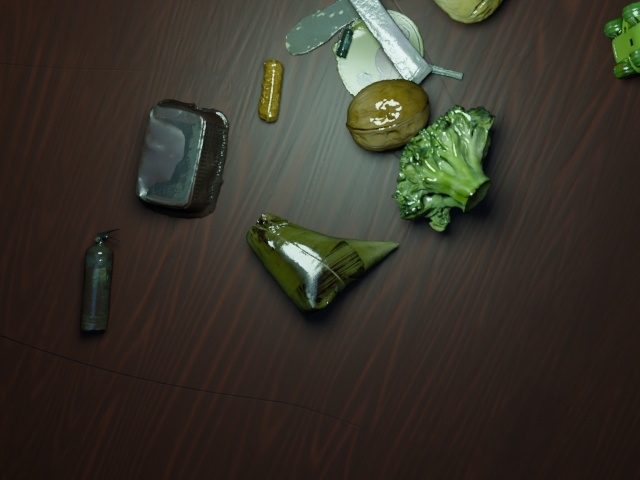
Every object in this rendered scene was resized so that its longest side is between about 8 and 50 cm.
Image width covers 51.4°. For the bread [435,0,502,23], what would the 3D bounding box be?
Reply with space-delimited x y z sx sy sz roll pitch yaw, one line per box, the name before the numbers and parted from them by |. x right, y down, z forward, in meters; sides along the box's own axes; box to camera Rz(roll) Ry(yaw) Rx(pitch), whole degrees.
bread | 0.346 -0.630 1.531 0.244 0.134 0.245 7 76 -31

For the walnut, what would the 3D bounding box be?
walnut | 0.160 -0.300 1.589 0.207 0.167 0.168 -16 92 7

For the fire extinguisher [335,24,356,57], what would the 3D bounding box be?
fire extinguisher | 0.060 -0.495 1.642 0.038 0.025 0.083 21 96 11

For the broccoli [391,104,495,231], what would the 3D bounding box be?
broccoli | 0.313 -0.152 1.537 0.247 0.246 0.288 -8 132 -28

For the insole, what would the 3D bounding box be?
insole | 0.021 -0.544 1.656 0.247 0.011 0.081 -29 88 8

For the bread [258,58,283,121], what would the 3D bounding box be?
bread | -0.125 -0.375 1.666 0.052 0.044 0.157 7 95 8

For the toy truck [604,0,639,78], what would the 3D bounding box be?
toy truck | 0.764 -0.462 1.520 0.210 0.187 0.148 -13 89 -18

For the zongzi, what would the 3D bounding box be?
zongzi | 0.000 0.000 1.653 0.300 0.145 0.274 -38 85 -10

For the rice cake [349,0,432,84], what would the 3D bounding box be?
rice cake | 0.139 -0.532 1.609 0.072 0.056 0.365 -37 91 14

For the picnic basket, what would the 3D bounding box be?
picnic basket | -0.354 -0.201 1.658 0.222 0.129 0.297 13 96 3

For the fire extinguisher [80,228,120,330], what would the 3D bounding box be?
fire extinguisher | -0.569 0.100 1.726 0.089 0.072 0.268 7 95 11

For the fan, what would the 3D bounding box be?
fan | 0.189 -0.448 1.648 0.334 0.011 0.230 14 95 4
